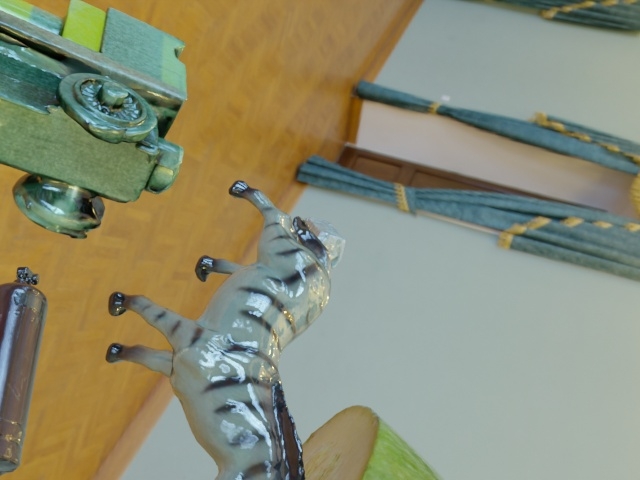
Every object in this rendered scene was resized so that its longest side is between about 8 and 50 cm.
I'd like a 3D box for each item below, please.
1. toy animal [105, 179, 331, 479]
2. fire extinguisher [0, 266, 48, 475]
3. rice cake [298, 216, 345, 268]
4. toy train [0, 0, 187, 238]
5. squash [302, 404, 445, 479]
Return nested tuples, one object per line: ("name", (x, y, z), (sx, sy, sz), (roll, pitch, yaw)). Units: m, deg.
("toy animal", (-0.047, 0.066, 0.417), (0.217, 0.176, 0.073), (-52, 156, -33))
("fire extinguisher", (-0.361, 0.134, 0.730), (0.089, 0.072, 0.267), (100, -15, -50))
("rice cake", (0.000, 0.000, 1.236), (0.206, 0.063, 0.069), (-135, -116, -76))
("toy train", (-0.165, -0.084, 0.309), (0.083, 0.200, 0.132), (-48, -144, 30))
("squash", (-0.020, 0.188, 0.424), (0.260, 0.189, 0.189), (33, -68, 57))
